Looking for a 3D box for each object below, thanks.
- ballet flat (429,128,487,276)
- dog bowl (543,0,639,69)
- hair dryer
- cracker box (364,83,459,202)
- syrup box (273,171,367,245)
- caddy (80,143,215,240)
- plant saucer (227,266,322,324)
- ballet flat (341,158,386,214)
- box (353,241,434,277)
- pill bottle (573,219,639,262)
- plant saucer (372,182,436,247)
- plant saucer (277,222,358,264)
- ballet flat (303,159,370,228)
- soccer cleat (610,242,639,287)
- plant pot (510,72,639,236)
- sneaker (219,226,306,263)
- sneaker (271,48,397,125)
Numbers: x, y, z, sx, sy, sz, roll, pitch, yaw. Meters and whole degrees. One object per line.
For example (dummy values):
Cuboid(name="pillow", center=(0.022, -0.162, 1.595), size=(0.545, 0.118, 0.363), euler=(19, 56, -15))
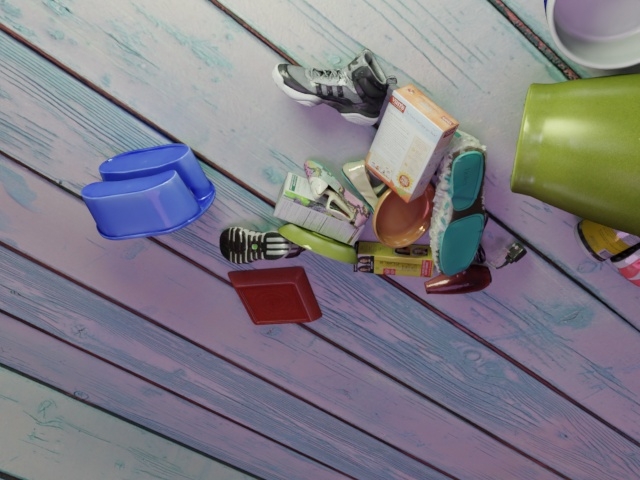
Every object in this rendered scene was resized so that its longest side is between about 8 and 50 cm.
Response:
Cuboid(name="ballet flat", center=(0.341, -0.099, 1.578), size=(0.146, 0.147, 0.409), euler=(4, 130, 7))
Cuboid(name="dog bowl", center=(0.560, -0.463, 1.175), size=(0.264, 0.104, 0.265), euler=(5, 136, 5))
Cuboid(name="hair dryer", center=(0.407, 0.055, 1.764), size=(0.223, 0.080, 0.293), euler=(34, 113, -20))
Cuboid(name="cracker box", center=(0.208, -0.223, 1.461), size=(0.156, 0.067, 0.232), euler=(46, 143, 21))
Cuboid(name="syrup box", center=(0.002, -0.084, 1.686), size=(0.236, 0.093, 0.096), euler=(20, 136, -10))
Cuboid(name="caddy", center=(-0.445, -0.113, 1.637), size=(0.341, 0.241, 0.179), euler=(-6, 128, 17))
Cuboid(name="plant saucer", center=(-0.148, 0.194, 2.041), size=(0.258, 0.048, 0.259), euler=(-5, 136, 16))
Cuboid(name="ballet flat", center=(0.146, -0.117, 1.642), size=(0.086, 0.086, 0.248), euler=(-18, 129, 27))
Cuboid(name="box", center=(0.211, 0.055, 1.818), size=(0.232, 0.058, 0.087), euler=(4, 137, 5))
Cuboid(name="pill bottle", center=(0.758, -0.041, 1.570), size=(0.119, 0.119, 0.208), euler=(32, 132, -22))
Cuboid(name="plant saucer", center=(0.216, -0.075, 1.633), size=(0.199, 0.037, 0.200), euler=(-16, 125, -24))
Cuboid(name="plant saucer", center=(0.000, 0.000, 1.714), size=(0.240, 0.241, 0.037), euler=(21, 99, -12))
Cuboid(name="ballet flat", center=(0.030, -0.115, 1.607), size=(0.221, 0.079, 0.077), euler=(42, 151, -2))
Cuboid(name="soccer cleat", center=(0.894, -0.002, 1.562), size=(0.318, 0.109, 0.116), euler=(-38, 99, 28))
Cuboid(name="plant pot", center=(0.593, -0.190, 1.311), size=(0.352, 0.367, 0.367), euler=(10, 138, 16))
Cuboid(name="sneaker", center=(-0.155, 0.019, 1.826), size=(0.281, 0.107, 0.162), euler=(6, -177, 40))
Cuboid(name="sneaker", center=(0.036, -0.365, 1.386), size=(0.268, 0.101, 0.153), euler=(19, 136, -17))
